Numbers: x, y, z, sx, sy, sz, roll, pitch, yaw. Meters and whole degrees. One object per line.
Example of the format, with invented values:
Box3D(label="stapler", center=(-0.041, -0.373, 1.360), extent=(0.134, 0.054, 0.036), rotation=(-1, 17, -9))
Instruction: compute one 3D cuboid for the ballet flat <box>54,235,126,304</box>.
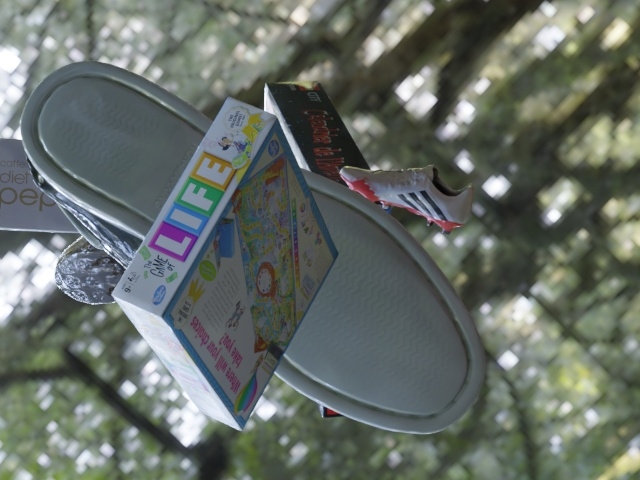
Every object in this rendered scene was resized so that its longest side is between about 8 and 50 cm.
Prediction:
Box3D(label="ballet flat", center=(-0.194, -0.007, 1.991), extent=(0.084, 0.250, 0.058), rotation=(30, -130, -17))

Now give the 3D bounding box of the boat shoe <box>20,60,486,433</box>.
Box3D(label="boat shoe", center=(-0.037, 0.007, 1.115), extent=(0.302, 0.114, 0.091), rotation=(40, 167, 9))

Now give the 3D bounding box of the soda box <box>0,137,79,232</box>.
Box3D(label="soda box", center=(-0.262, -0.045, 1.552), extent=(0.216, 0.074, 0.069), rotation=(3, -179, -23))

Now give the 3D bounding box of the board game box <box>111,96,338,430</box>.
Box3D(label="board game box", center=(-0.039, 0.015, 0.897), extent=(0.026, 0.103, 0.154), rotation=(23, 162, 20))

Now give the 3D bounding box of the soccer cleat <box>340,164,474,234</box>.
Box3D(label="soccer cleat", center=(0.053, -0.033, 1.187), extent=(0.083, 0.036, 0.029), rotation=(23, -159, 4))

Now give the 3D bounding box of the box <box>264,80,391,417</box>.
Box3D(label="box", center=(0.000, 0.000, 1.401), extent=(0.044, 0.159, 0.233), rotation=(-4, -154, -11))
